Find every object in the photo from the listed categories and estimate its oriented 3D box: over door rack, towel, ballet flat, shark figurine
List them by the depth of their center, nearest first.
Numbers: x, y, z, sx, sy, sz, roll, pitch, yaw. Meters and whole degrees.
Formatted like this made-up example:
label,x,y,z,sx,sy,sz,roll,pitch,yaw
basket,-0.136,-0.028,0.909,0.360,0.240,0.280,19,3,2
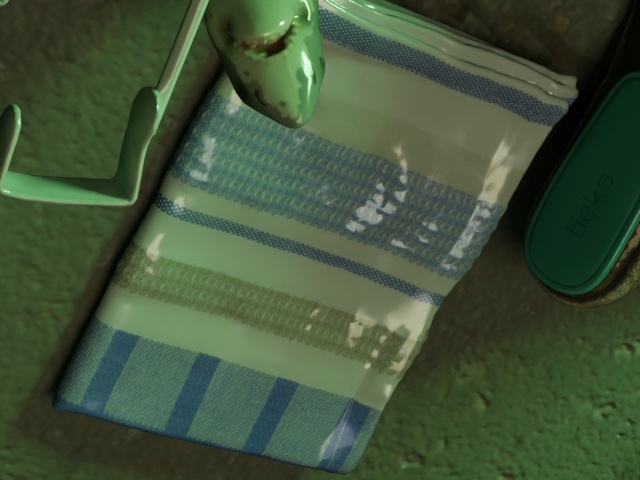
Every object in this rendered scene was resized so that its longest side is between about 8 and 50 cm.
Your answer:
label,x,y,z,sx,sy,sz,roll,pitch,yaw
over door rack,-0.036,-0.185,0.768,0.108,0.239,0.324,26,104,-32
shark figurine,0.013,-0.186,0.935,0.278,0.166,0.116,-53,157,-12
towel,0.000,0.000,1.069,0.209,0.034,0.285,19,110,-35
ballet flat,0.222,-0.099,1.095,0.106,0.107,0.316,4,125,-51
